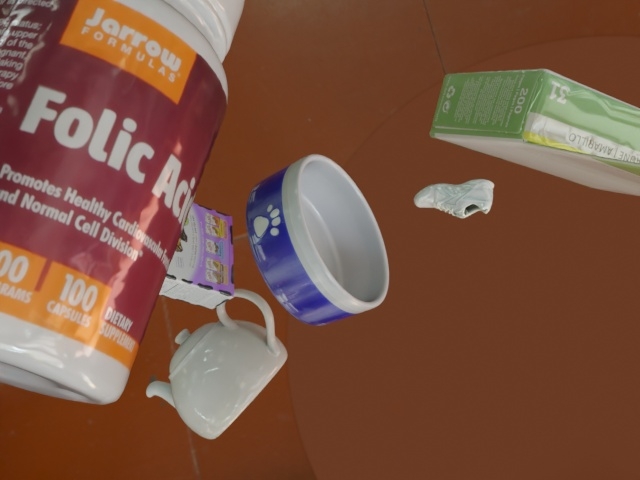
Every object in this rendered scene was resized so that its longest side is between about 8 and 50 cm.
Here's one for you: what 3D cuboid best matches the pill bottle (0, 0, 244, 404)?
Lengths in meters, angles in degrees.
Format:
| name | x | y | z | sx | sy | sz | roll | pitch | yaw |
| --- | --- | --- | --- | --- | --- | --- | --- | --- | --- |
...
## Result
| name | x | y | z | sx | sy | sz | roll | pitch | yaw |
| --- | --- | --- | --- | --- | --- | --- | --- | --- | --- |
| pill bottle | -0.209 | -0.081 | 0.635 | 0.224 | 0.224 | 0.392 | 8 | 68 | 20 |

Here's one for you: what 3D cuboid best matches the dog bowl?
| name | x | y | z | sx | sy | sz | roll | pitch | yaw |
| --- | --- | --- | --- | --- | --- | --- | --- | --- | --- |
| dog bowl | 0.000 | 0.000 | 1.217 | 0.104 | 0.265 | 0.264 | -24 | 75 | 26 |

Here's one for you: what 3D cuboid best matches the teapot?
| name | x | y | z | sx | sy | sz | roll | pitch | yaw |
| --- | --- | --- | --- | --- | --- | --- | --- | --- | --- |
| teapot | -0.197 | 0.236 | 1.439 | 0.187 | 0.252 | 0.256 | 43 | 71 | 1 |

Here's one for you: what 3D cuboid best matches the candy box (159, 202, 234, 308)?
| name | x | y | z | sx | sy | sz | roll | pitch | yaw |
| --- | --- | --- | --- | --- | --- | --- | --- | --- | --- |
| candy box | -0.249 | 0.013 | 1.306 | 0.070 | 0.196 | 0.164 | -31 | 52 | 39 |

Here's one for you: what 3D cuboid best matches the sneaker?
| name | x | y | z | sx | sy | sz | roll | pitch | yaw |
| --- | --- | --- | --- | --- | --- | --- | --- | --- | --- |
| sneaker | 0.243 | -0.073 | 1.387 | 0.152 | 0.054 | 0.061 | -7 | 69 | 27 |

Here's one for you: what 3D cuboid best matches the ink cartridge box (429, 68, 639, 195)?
| name | x | y | z | sx | sy | sz | roll | pitch | yaw |
| --- | --- | --- | --- | --- | --- | --- | --- | --- | --- |
| ink cartridge box | 0.203 | -0.062 | 0.495 | 0.171 | 0.235 | 0.056 | 14 | 94 | -24 |
